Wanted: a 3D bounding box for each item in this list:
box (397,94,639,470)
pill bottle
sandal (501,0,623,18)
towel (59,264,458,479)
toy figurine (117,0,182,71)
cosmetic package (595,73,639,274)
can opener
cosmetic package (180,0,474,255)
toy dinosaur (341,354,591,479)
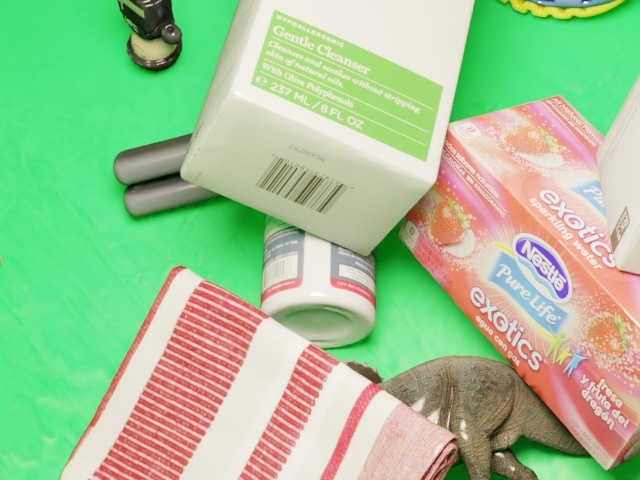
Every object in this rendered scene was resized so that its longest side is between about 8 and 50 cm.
[{"bbox_3d":[0.229,0.028,1.308,0.154,0.142,0.300,-17,54,-35],"label":"box"},{"bbox_3d":[0.000,0.000,1.410,0.108,0.108,0.180,-2,61,8],"label":"pill bottle"},{"bbox_3d":[0.189,-0.335,1.551,0.317,0.138,0.126,25,66,20],"label":"sandal"},{"bbox_3d":[-0.066,0.190,1.283,0.329,0.037,0.237,30,93,32],"label":"towel"},{"bbox_3d":[-0.113,-0.290,1.578,0.209,0.148,0.213,-4,58,1],"label":"toy figurine"},{"bbox_3d":[0.443,-0.056,1.217,0.385,0.217,0.156,15,43,-10],"label":"cosmetic package"},{"bbox_3d":[-0.067,-0.092,1.506,0.280,0.074,0.093,-16,25,-2],"label":"can opener"},{"bbox_3d":[0.023,-0.196,1.371,0.197,0.155,0.366,22,57,-13],"label":"cosmetic package"},{"bbox_3d":[0.109,0.161,1.295,0.313,0.121,0.160,-11,73,8],"label":"toy dinosaur"}]
